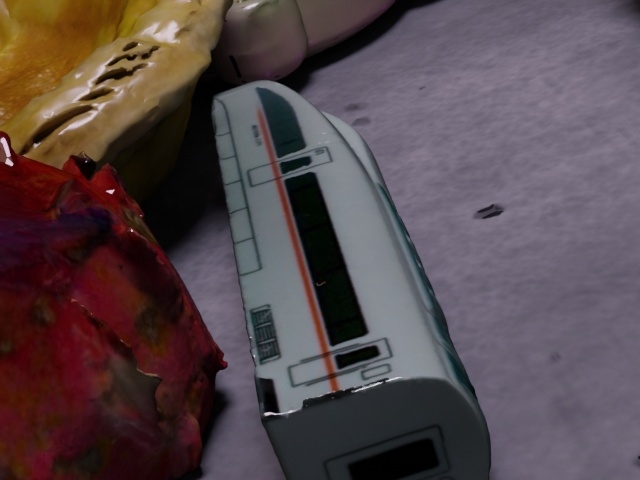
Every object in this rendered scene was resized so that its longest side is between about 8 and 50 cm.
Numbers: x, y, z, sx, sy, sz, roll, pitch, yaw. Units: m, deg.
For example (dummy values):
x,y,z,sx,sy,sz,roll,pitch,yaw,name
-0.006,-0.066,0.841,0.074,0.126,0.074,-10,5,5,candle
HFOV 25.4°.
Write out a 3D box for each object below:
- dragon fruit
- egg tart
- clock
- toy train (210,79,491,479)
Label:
x,y,z,sx,sy,sz,roll,pitch,yaw,name
-0.127,0.018,0.684,0.161,0.126,0.274,-8,50,-19,dragon fruit
-0.222,-0.091,0.963,0.387,0.169,0.388,-16,36,12,egg tart
-0.062,-0.220,1.159,0.284,0.114,0.309,-34,33,-27,clock
0.000,0.000,0.743,0.088,0.086,0.407,-21,28,2,toy train
